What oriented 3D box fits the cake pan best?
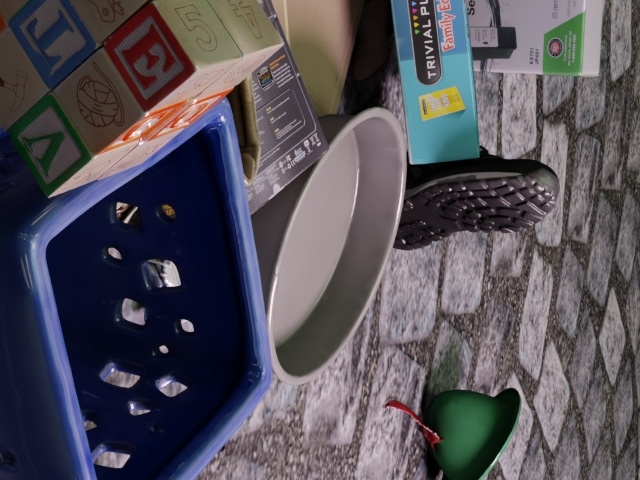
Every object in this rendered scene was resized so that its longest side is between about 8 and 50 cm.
[{"bbox_3d":[0.000,0.000,1.564,0.293,0.054,0.293,-50,151,-42],"label":"cake pan"}]

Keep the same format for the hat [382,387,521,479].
[{"bbox_3d":[0.149,0.224,2.071,0.173,0.184,0.208,-62,-169,-29],"label":"hat"}]

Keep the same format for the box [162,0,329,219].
[{"bbox_3d":[-0.091,-0.116,1.329,0.231,0.056,0.183,-45,116,-57],"label":"box"}]

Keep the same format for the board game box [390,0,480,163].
[{"bbox_3d":[0.117,-0.282,1.691,0.254,0.079,0.336,-78,161,-69],"label":"board game box"}]

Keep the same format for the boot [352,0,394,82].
[{"bbox_3d":[0.051,-0.245,1.723,0.087,0.042,0.118,65,36,-40],"label":"boot"}]

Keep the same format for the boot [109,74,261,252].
[{"bbox_3d":[-0.131,-0.039,1.168,0.077,0.165,0.213,19,73,-68],"label":"boot"}]

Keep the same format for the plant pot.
[{"bbox_3d":[-0.184,0.041,1.003,0.236,0.212,0.236,-44,133,-52],"label":"plant pot"}]

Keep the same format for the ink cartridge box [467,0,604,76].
[{"bbox_3d":[0.241,-0.284,1.937,0.087,0.208,0.153,-15,108,-62],"label":"ink cartridge box"}]

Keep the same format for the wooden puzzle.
[{"bbox_3d":[-0.016,-0.237,1.567,0.221,0.044,0.238,48,48,-60],"label":"wooden puzzle"}]

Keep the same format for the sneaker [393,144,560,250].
[{"bbox_3d":[0.152,-0.078,1.717,0.107,0.283,0.124,34,63,-31],"label":"sneaker"}]

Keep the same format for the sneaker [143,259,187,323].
[{"bbox_3d":[-0.134,0.015,1.332,0.058,0.052,0.135,-32,122,-54],"label":"sneaker"}]

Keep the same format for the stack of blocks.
[{"bbox_3d":[-0.176,-0.176,0.850,0.297,0.171,0.087,57,34,3],"label":"stack of blocks"}]
